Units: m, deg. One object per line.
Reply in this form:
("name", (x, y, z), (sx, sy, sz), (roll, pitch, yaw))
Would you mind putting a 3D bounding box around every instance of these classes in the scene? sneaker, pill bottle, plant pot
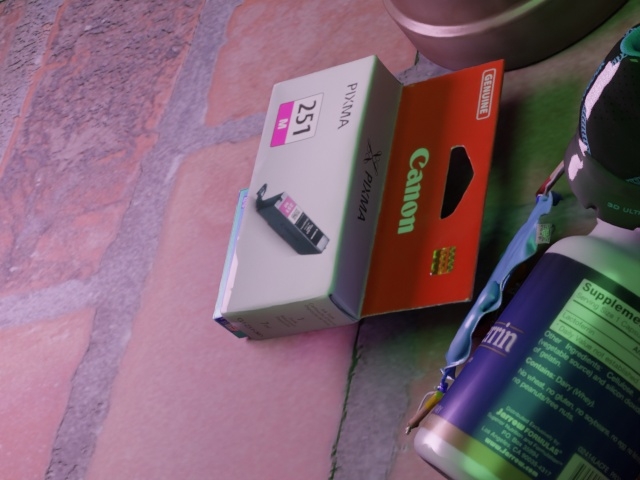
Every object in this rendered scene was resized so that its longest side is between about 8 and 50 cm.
("sneaker", (0.343, -0.059, 0.999), (0.340, 0.140, 0.125), (7, 47, 2))
("pill bottle", (0.202, 0.092, 1.106), (0.265, 0.153, 0.153), (-54, 39, -6))
("plant pot", (0.140, -0.372, 1.436), (0.323, 0.280, 0.323), (-26, 44, 27))

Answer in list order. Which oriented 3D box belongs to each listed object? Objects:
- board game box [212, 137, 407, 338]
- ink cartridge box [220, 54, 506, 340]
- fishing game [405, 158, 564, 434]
("board game box", (0.000, 0.000, 1.451), (0.210, 0.047, 0.160), (-15, 51, 34))
("ink cartridge box", (0.040, -0.052, 1.374), (0.239, 0.060, 0.275), (-13, 52, 35))
("fishing game", (0.155, 0.038, 1.218), (0.264, 0.041, 0.189), (-58, -3, -22))
